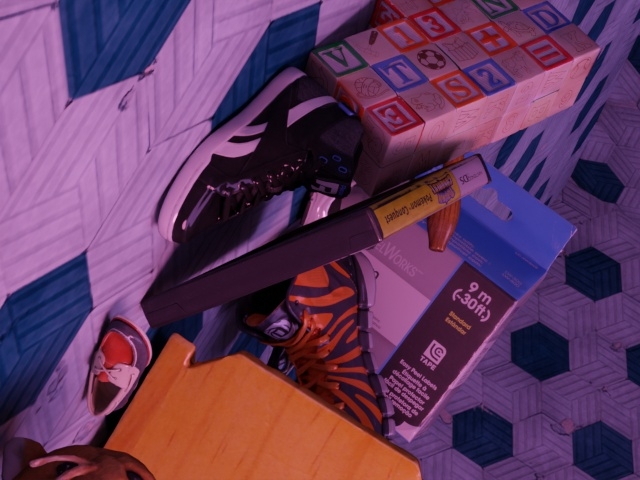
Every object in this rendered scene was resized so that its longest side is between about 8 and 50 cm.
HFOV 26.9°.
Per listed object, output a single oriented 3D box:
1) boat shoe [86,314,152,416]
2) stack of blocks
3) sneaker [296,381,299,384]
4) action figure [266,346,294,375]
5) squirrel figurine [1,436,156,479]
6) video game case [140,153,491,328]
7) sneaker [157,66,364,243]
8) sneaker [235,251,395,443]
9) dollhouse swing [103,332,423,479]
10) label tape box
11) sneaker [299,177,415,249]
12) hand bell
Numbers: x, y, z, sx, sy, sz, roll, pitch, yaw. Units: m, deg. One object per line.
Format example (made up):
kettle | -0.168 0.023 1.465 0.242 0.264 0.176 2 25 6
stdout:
boat shoe | -0.190 0.118 1.236 0.043 0.049 0.137 -45 168 -36
stack of blocks | 0.118 -0.177 1.373 0.297 0.171 0.087 -25 151 -33
sneaker | -0.026 0.294 2.196 0.252 0.103 0.111 -64 163 4
action figure | -0.077 0.241 1.669 0.164 0.141 0.276 110 -14 -76
squirrel figurine | -0.284 0.333 1.065 0.397 0.281 0.370 -49 -174 42
video game case | 0.000 0.000 1.296 0.275 0.035 0.248 -22 -177 33
sneaker | -0.038 -0.059 1.197 0.217 0.121 0.079 -50 165 -28
sneaker | -0.017 0.144 1.553 0.124 0.321 0.180 -22 155 33
dollhouse swing | -0.056 0.287 1.500 0.315 0.347 0.305 -59 176 8
label tape box | 0.131 0.051 1.758 0.348 0.249 0.115 -54 167 10
sneaker | 0.079 -0.068 1.652 0.271 0.108 0.100 -46 163 -46
hand bell | 0.162 -0.104 1.643 0.126 0.126 0.242 67 35 -75
